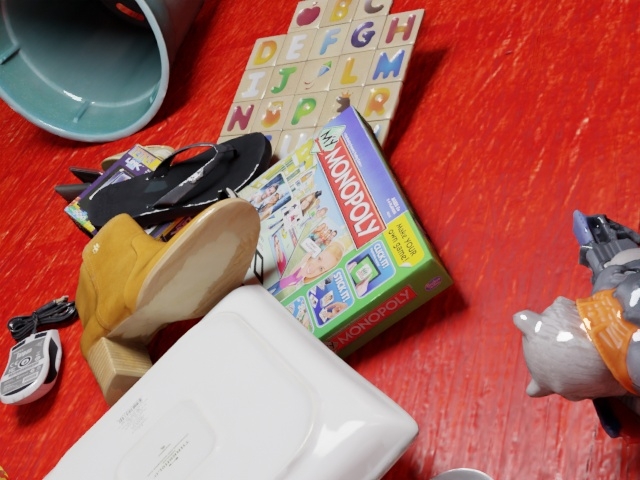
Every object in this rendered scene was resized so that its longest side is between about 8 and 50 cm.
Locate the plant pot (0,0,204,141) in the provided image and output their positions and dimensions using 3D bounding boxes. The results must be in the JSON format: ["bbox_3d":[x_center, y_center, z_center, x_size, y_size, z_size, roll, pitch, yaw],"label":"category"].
[{"bbox_3d":[-0.358,-0.398,1.558,0.341,0.341,0.334,-13,33,26],"label":"plant pot"}]

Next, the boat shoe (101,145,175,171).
[{"bbox_3d":[-0.269,-0.115,1.379,0.135,0.050,0.045,1,38,34],"label":"boat shoe"}]

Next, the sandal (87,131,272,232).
[{"bbox_3d":[-0.181,-0.074,1.169,0.254,0.054,0.097,-21,49,5],"label":"sandal"}]

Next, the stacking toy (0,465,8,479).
[{"bbox_3d":[-0.397,0.329,0.923,0.221,0.052,0.167,-45,20,-16],"label":"stacking toy"}]

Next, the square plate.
[{"bbox_3d":[-0.125,0.205,0.818,0.347,0.049,0.344,-45,31,-7],"label":"square plate"}]

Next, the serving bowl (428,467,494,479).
[{"bbox_3d":[0.108,0.220,0.714,0.083,0.027,0.083,-21,37,17],"label":"serving bowl"}]

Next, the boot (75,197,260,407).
[{"bbox_3d":[-0.193,0.022,1.039,0.295,0.104,0.211,-54,41,19],"label":"boot"}]

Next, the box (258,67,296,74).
[{"bbox_3d":[-0.018,-0.242,1.320,0.168,0.054,0.059,0,48,37],"label":"box"}]

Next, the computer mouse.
[{"bbox_3d":[-0.354,0.146,1.148,0.106,0.042,0.193,-23,31,7],"label":"computer mouse"}]

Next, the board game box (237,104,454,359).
[{"bbox_3d":[0.000,0.000,1.010,0.213,0.046,0.317,-37,35,12],"label":"board game box"}]

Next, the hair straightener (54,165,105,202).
[{"bbox_3d":[-0.320,-0.058,1.362,0.230,0.047,0.089,12,61,39],"label":"hair straightener"}]

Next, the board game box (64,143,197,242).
[{"bbox_3d":[-0.241,-0.040,1.237,0.141,0.048,0.170,-44,51,-16],"label":"board game box"}]

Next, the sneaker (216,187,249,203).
[{"bbox_3d":[-0.115,-0.013,1.064,0.040,0.044,0.109,-16,46,32],"label":"sneaker"}]

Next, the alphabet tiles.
[{"bbox_3d":[-0.011,-0.196,1.228,0.285,0.011,0.343,0,61,38],"label":"alphabet tiles"}]

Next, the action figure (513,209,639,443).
[{"bbox_3d":[0.294,0.021,0.682,0.330,0.179,0.341,-22,39,1],"label":"action figure"}]
